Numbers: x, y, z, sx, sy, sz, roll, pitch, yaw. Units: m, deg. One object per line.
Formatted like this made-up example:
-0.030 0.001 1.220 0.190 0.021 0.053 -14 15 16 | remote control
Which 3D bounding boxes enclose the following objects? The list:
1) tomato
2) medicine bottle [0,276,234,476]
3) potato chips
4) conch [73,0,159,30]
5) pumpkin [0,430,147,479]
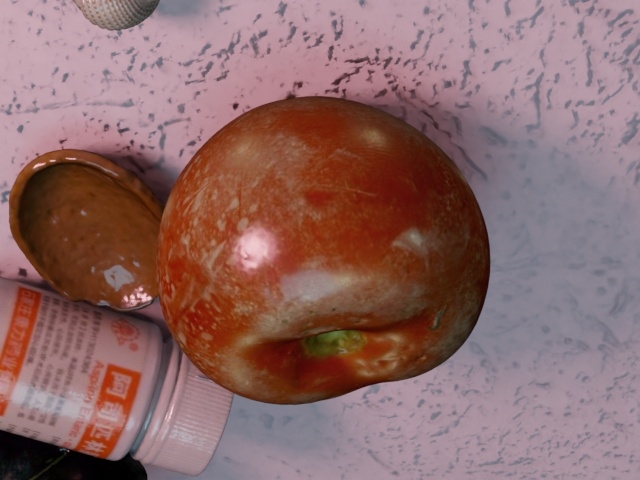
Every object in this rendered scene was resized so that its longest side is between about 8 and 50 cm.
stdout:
0.000 0.000 1.120 0.270 0.223 0.270 -8 152 -4 | tomato
-0.217 0.134 1.324 0.252 0.144 0.144 17 134 -18 | medicine bottle
-0.198 -0.012 1.239 0.150 0.049 0.202 -14 132 21 | potato chips
-0.148 -0.201 1.044 0.085 0.056 0.076 -21 118 -17 | conch
-0.308 0.316 1.436 0.295 0.296 0.296 2 135 2 | pumpkin
